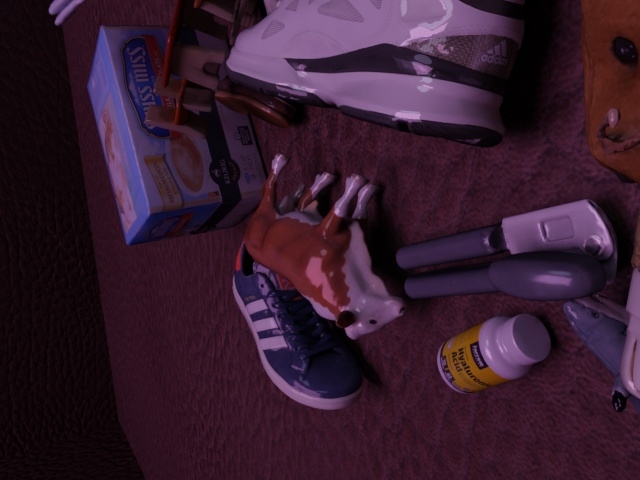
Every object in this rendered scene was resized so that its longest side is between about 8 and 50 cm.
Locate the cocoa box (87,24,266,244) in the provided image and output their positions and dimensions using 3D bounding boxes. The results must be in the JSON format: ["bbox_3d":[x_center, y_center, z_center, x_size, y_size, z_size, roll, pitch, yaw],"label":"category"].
[{"bbox_3d":[-0.279,-0.194,1.082,0.231,0.228,0.347,-27,77,59],"label":"cocoa box"}]

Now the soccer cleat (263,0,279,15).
[{"bbox_3d":[-0.048,-0.310,0.822,0.076,0.068,0.196,53,149,25],"label":"soccer cleat"}]

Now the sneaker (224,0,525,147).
[{"bbox_3d":[0.050,-0.267,0.624,0.447,0.169,0.257,30,112,51],"label":"sneaker"}]

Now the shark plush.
[{"bbox_3d":[0.251,0.119,0.468,0.073,0.067,0.161,-21,82,59],"label":"shark plush"}]

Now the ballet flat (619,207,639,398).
[{"bbox_3d":[0.269,0.112,0.372,0.123,0.123,0.348,-41,68,56],"label":"ballet flat"}]

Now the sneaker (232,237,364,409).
[{"bbox_3d":[-0.047,0.105,0.902,0.350,0.131,0.148,45,138,42],"label":"sneaker"}]

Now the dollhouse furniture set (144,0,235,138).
[{"bbox_3d":[-0.196,-0.324,0.809,0.262,0.135,0.259,118,158,-47],"label":"dollhouse furniture set"}]

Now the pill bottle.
[{"bbox_3d":[0.178,0.116,0.593,0.116,0.065,0.065,-47,61,54],"label":"pill bottle"}]

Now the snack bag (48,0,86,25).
[{"bbox_3d":[-0.228,-0.479,0.809,0.323,0.037,0.342,-16,46,39],"label":"snack bag"}]

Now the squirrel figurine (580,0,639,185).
[{"bbox_3d":[0.284,-0.136,0.195,0.370,0.281,0.397,43,122,59],"label":"squirrel figurine"}]

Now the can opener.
[{"bbox_3d":[0.162,0.020,0.570,0.280,0.093,0.074,-16,88,64],"label":"can opener"}]

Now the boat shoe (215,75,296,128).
[{"bbox_3d":[-0.103,-0.239,0.930,0.207,0.073,0.073,32,87,44],"label":"boat shoe"}]

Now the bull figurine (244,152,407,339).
[{"bbox_3d":[0.000,0.000,0.767,0.310,0.101,0.188,24,94,46],"label":"bull figurine"}]

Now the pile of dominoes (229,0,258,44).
[{"bbox_3d":[-0.085,-0.421,0.825,0.251,0.040,0.196,135,141,-63],"label":"pile of dominoes"}]
